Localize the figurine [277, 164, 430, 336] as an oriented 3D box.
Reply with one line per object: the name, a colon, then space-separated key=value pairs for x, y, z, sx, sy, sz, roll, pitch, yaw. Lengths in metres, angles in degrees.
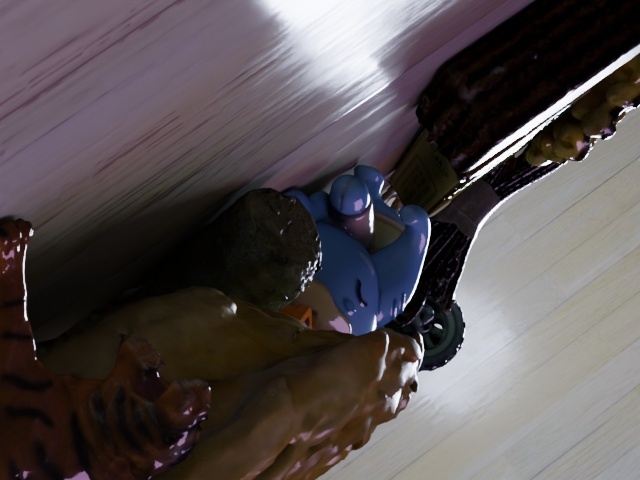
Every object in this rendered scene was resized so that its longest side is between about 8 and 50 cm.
figurine: x=-0.001 y=0.024 z=0.837 sx=0.262 sy=0.154 sz=0.180 roll=-54 pitch=178 yaw=-37

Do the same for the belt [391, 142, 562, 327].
belt: x=0.195 y=-0.044 z=1.301 sx=0.359 sy=0.126 sz=0.094 roll=-52 pitch=175 yaw=6

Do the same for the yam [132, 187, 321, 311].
yam: x=-0.078 y=0.038 z=0.679 sx=0.179 sy=0.078 sz=0.078 roll=-38 pitch=175 yaw=26

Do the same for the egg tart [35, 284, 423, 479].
egg tart: x=-0.102 y=0.131 z=0.574 sx=0.345 sy=0.132 sz=0.345 roll=-34 pitch=165 yaw=-10

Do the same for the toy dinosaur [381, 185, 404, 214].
toy dinosaur: x=0.125 y=-0.077 z=1.250 sx=0.142 sy=0.057 sz=0.212 roll=-51 pitch=-167 yaw=-26

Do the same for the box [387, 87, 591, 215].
box: x=0.162 y=-0.103 z=1.033 sx=0.159 sy=0.071 sz=0.240 roll=-33 pitch=175 yaw=-9

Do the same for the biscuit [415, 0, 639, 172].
biscuit: x=0.249 y=-0.191 z=0.792 sx=0.388 sy=0.073 sz=0.107 roll=-36 pitch=177 yaw=-11

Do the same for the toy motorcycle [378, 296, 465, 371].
toy motorcycle: x=-0.006 y=0.152 z=1.394 sx=0.410 sy=0.237 sz=0.169 roll=-32 pitch=159 yaw=-18

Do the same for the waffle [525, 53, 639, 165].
waffle: x=0.328 y=-0.198 z=1.096 sx=0.281 sy=0.058 sz=0.301 roll=-51 pitch=-179 yaw=-6

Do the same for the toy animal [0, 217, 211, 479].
toy animal: x=-0.170 y=0.096 z=0.351 sx=0.255 sy=0.116 sz=0.114 roll=-31 pitch=171 yaw=-43
